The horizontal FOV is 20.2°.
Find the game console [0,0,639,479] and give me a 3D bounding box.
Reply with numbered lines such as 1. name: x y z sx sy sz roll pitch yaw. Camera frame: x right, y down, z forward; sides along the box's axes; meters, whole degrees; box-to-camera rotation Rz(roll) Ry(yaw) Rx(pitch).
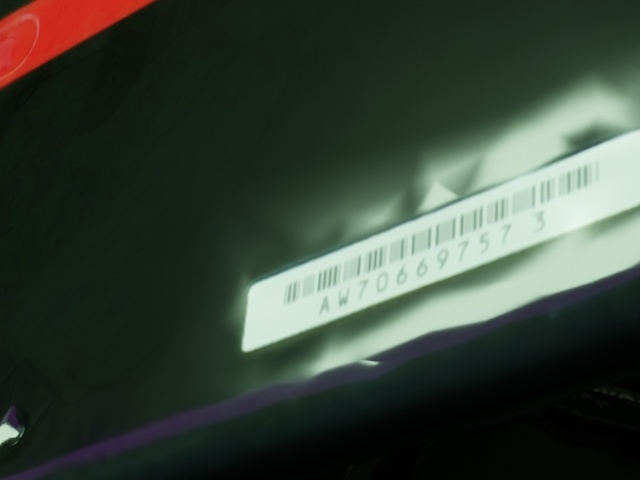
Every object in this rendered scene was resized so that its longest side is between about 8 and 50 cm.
1. game console: 0.049 -0.104 0.454 0.386 0.060 0.342 -23 49 36

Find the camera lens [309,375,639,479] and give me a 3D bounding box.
1. camera lens: 0.035 0.173 0.507 0.274 0.219 0.219 119 161 -44
